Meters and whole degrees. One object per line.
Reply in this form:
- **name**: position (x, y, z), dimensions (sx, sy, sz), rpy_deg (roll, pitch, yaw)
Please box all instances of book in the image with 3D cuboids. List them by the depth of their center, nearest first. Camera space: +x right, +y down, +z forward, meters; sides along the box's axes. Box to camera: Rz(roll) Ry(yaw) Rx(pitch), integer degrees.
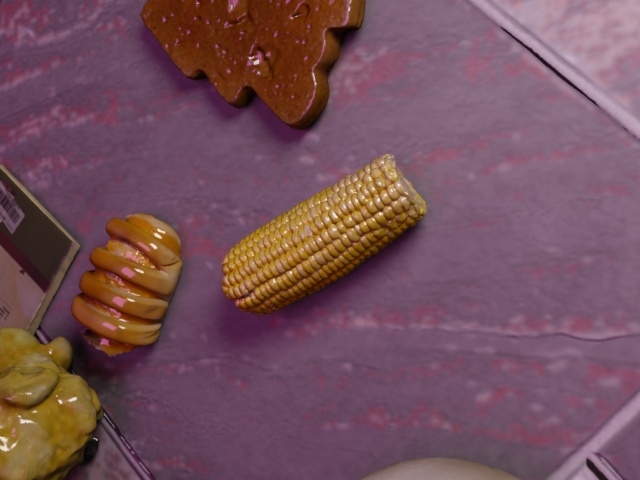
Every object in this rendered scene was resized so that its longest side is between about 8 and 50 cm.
- **book**: position (-0.462, 0.062, 1.183), dimensions (0.201, 0.026, 0.289), rpy_deg (41, 108, 23)

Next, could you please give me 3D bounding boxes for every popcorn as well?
- **popcorn**: position (-0.410, 0.242, 1.047), dimensions (0.286, 0.252, 0.215), rpy_deg (-26, 119, 13)

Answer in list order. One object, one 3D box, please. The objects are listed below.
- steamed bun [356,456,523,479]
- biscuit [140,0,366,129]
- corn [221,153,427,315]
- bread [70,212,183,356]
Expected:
- **steamed bun**: position (0.122, 0.360, 0.762), dimensions (0.324, 0.206, 0.324), rpy_deg (-7, 79, 37)
- **biscuit**: position (-0.084, -0.275, 0.972), dimensions (0.301, 0.043, 0.278), rpy_deg (9, 96, 29)
- **corn**: position (0.000, 0.000, 0.898), dimensions (0.244, 0.093, 0.093), rpy_deg (-30, 76, 25)
- **bread**: position (-0.241, 0.052, 1.036), dimensions (0.119, 0.084, 0.177), rpy_deg (24, 97, 26)
